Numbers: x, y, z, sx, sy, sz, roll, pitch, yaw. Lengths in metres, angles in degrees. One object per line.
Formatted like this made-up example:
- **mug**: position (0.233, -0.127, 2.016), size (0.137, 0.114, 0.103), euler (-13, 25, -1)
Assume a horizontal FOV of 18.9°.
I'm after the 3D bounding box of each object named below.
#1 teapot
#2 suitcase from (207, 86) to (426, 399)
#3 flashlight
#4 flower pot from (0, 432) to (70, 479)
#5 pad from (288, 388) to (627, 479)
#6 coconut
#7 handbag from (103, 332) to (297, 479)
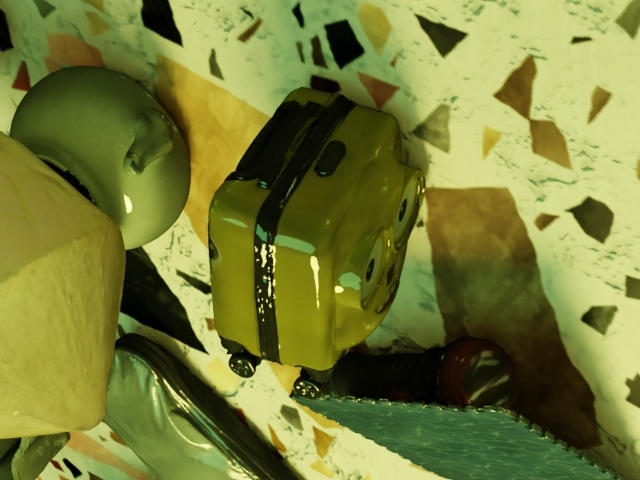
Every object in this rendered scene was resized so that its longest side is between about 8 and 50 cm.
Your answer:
- **teapot**: position (-0.223, -0.074, 1.890), size (0.294, 0.129, 0.193), euler (-17, 114, 50)
- **suitcase**: position (0.000, 0.000, 1.706), size (0.143, 0.194, 0.235), euler (18, 139, 17)
- **flashlight**: position (0.082, 0.141, 1.870), size (0.232, 0.093, 0.093), euler (-7, 122, 48)
- **flower pot**: position (-0.367, 0.210, 2.349), size (0.103, 0.108, 0.229), euler (31, 145, 14)
- **pad**: position (0.143, 0.195, 1.824), size (0.269, 0.012, 0.269), euler (0, 157, 45)
- **coconut**: position (-0.318, 0.059, 1.781), size (0.328, 0.329, 0.329), euler (25, 142, 22)
- **handbag**: position (-0.153, 0.232, 2.207), size (0.332, 0.075, 0.191), euler (45, 148, -11)
